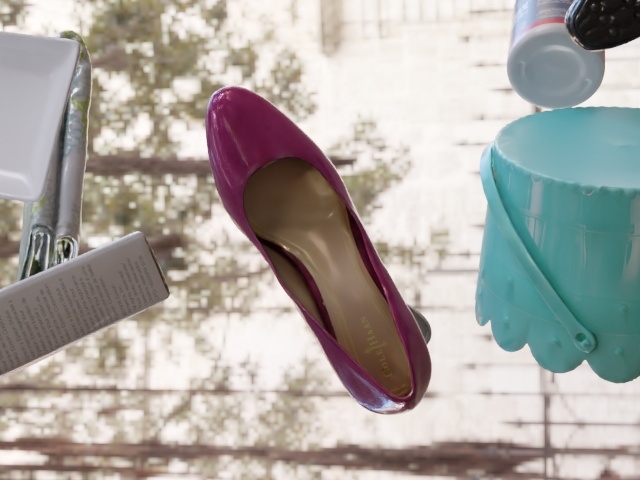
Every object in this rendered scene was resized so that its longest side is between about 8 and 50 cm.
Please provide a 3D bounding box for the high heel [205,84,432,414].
[{"bbox_3d":[0.000,0.000,1.332,0.377,0.127,0.181,56,174,-1],"label":"high heel"}]

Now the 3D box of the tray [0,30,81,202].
[{"bbox_3d":[-0.340,-0.118,1.161,0.030,0.270,0.145,38,-117,-71],"label":"tray"}]

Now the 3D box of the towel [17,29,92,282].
[{"bbox_3d":[-0.432,-0.105,2.173,0.320,0.090,0.374,125,148,-59],"label":"towel"}]

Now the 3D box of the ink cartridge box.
[{"bbox_3d":[-0.331,0.109,1.044,0.330,0.324,0.071,-26,-87,-38],"label":"ink cartridge box"}]

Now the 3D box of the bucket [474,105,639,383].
[{"bbox_3d":[0.279,-0.008,1.268,0.281,0.281,0.183,-62,-26,-65],"label":"bucket"}]

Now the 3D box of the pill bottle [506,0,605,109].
[{"bbox_3d":[0.268,-0.240,1.495,0.180,0.108,0.108,-75,-20,-48],"label":"pill bottle"}]

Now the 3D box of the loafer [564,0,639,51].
[{"bbox_3d":[0.305,-0.245,1.197,0.076,0.223,0.078,51,169,-10],"label":"loafer"}]

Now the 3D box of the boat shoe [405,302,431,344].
[{"bbox_3d":[0.083,0.108,1.914,0.227,0.081,0.079,26,-102,-29],"label":"boat shoe"}]
